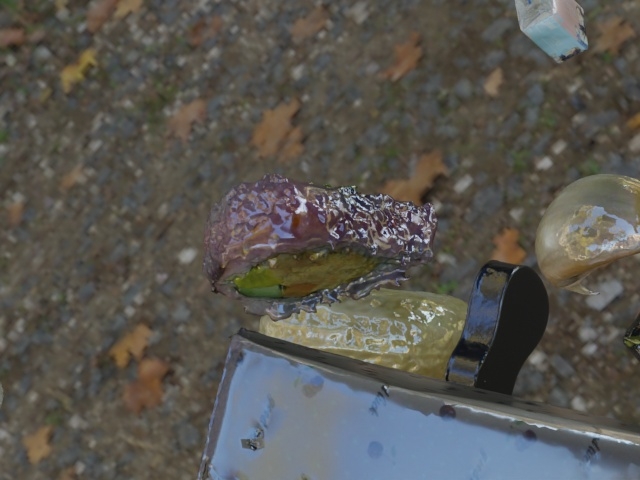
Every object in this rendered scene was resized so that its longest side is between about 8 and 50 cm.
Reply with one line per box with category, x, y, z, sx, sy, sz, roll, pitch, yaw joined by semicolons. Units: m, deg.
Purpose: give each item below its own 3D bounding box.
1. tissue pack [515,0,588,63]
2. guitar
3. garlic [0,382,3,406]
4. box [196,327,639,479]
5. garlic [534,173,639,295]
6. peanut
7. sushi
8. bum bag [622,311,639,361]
tissue pack;0.300;-0.286;1.708;0.058;0.094;0.074;-24;55;32
guitar;0.101;0.140;0.999;0.038;0.084;0.271;13;67;40
garlic;-0.386;0.178;1.443;0.074;0.094;0.113;-26;40;25
box;0.072;0.175;0.776;0.225;0.297;0.190;127;156;-85
garlic;0.377;0.000;1.813;0.245;0.164;0.145;-46;22;59
peanut;0.080;0.142;1.916;0.340;0.174;0.158;6;75;7
sushi;-0.009;-0.007;1.370;0.241;0.161;0.107;-15;61;16
bum bag;0.547;0.189;2.008;0.107;0.232;0.060;-46;26;-9
